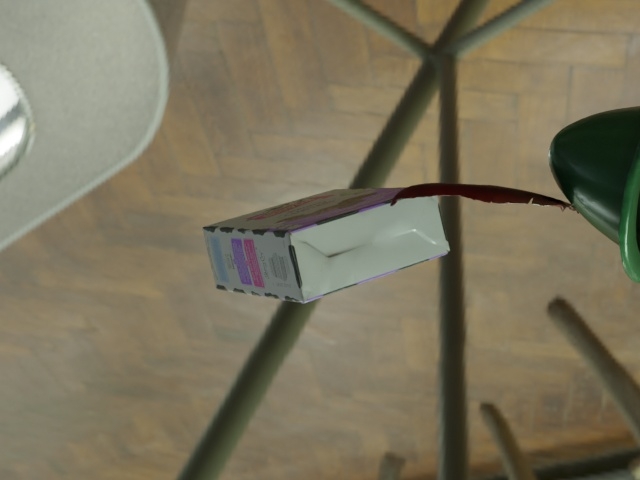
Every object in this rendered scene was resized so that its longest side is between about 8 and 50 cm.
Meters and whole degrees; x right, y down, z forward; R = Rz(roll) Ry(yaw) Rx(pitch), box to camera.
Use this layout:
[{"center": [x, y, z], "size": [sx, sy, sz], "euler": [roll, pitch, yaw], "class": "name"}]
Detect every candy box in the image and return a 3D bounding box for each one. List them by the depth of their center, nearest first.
[{"center": [0.000, 0.000, 1.215], "size": [0.165, 0.070, 0.196], "euler": [-18, -170, -28], "class": "candy box"}]

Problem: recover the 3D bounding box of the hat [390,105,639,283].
[{"center": [0.208, -0.069, 1.049], "size": [0.184, 0.173, 0.208], "euler": [16, 177, 33], "class": "hat"}]
